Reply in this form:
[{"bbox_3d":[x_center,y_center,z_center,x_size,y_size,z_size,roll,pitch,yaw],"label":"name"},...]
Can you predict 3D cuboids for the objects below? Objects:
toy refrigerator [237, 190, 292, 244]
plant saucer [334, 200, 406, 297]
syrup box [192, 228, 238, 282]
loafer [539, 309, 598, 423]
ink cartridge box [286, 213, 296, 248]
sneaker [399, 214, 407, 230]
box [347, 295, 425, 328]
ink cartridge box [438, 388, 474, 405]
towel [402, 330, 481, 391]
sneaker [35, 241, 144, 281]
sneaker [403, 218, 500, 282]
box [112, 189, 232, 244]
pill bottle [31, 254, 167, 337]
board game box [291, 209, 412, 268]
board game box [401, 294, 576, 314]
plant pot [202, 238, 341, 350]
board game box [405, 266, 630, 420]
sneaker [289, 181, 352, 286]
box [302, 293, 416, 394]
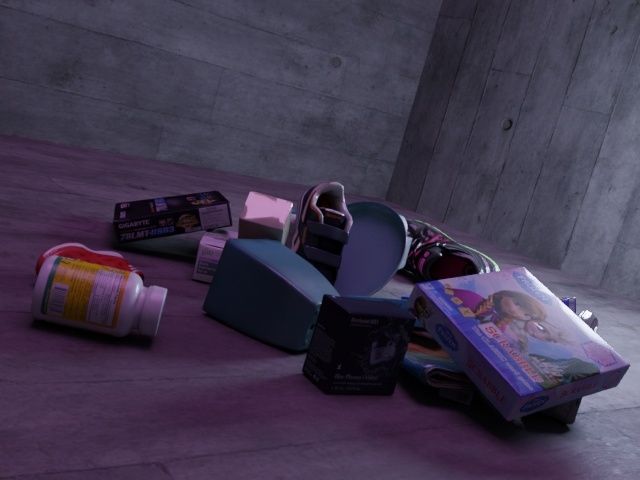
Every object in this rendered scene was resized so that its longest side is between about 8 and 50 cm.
[{"bbox_3d":[-0.134,0.008,1.769,0.102,0.269,0.094,15,54,3],"label":"toy refrigerator"},{"bbox_3d":[0.078,0.038,1.939,0.318,0.317,0.043,25,-19,41],"label":"plant saucer"},{"bbox_3d":[-0.254,0.037,1.896,0.093,0.096,0.237,12,11,-5],"label":"syrup box"},{"bbox_3d":[0.534,0.265,1.611,0.111,0.112,0.319,38,47,8],"label":"loafer"},{"bbox_3d":[-0.105,0.018,1.991,0.072,0.175,0.127,12,11,-15],"label":"ink cartridge box"},{"bbox_3d":[0.143,-0.043,2.406,0.135,0.150,0.366,13,29,42],"label":"sneaker"},{"bbox_3d":[0.187,0.167,1.725,0.244,0.060,0.101,2,-9,33],"label":"box"},{"bbox_3d":[0.271,0.290,1.505,0.063,0.029,0.115,17,7,11],"label":"ink cartridge box"},{"bbox_3d":[0.257,0.242,1.591,0.272,0.040,0.370,10,6,-19],"label":"towel"},{"bbox_3d":[-0.445,0.062,1.520,0.128,0.087,0.221,21,13,33],"label":"sneaker"},{"bbox_3d":[0.354,0.047,2.492,0.483,0.185,0.202,20,7,28],"label":"sneaker"},{"bbox_3d":[-0.398,-0.068,2.023,0.294,0.073,0.295,-8,12,-12],"label":"box"},{"bbox_3d":[-0.378,0.102,1.313,0.209,0.117,0.117,13,11,-8],"label":"pill bottle"},{"bbox_3d":[0.080,-0.001,2.148,0.304,0.097,0.224,18,10,19],"label":"board game box"},{"bbox_3d":[0.402,0.175,1.842,0.233,0.078,0.347,-5,5,-43],"label":"board game box"},{"bbox_3d":[-0.085,0.121,1.555,0.234,0.165,0.165,30,17,31],"label":"plant pot"},{"bbox_3d":[0.385,0.186,1.492,0.318,0.065,0.318,-6,40,-35],"label":"board game box"},{"bbox_3d":[0.000,0.000,1.855,0.126,0.321,0.127,16,-29,-30],"label":"sneaker"},{"bbox_3d":[0.070,0.191,1.383,0.156,0.158,0.093,8,13,-33],"label":"box"}]
